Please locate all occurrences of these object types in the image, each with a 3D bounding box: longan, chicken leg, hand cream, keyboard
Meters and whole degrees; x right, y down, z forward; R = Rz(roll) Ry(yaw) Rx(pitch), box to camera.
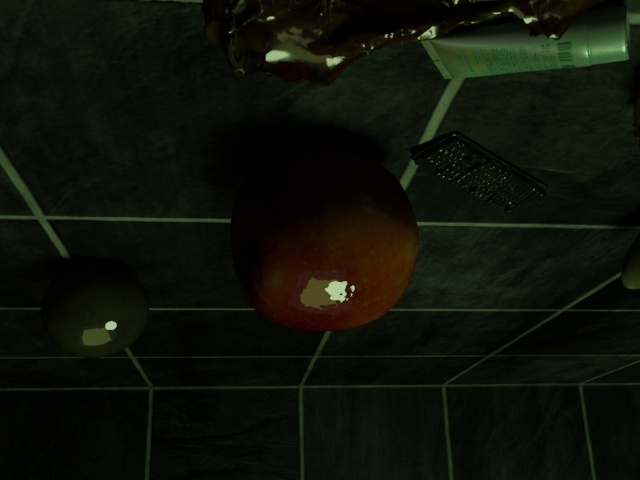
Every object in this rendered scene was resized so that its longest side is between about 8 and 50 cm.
[{"bbox_3d":[-0.384,0.118,1.247,0.187,0.168,0.167,12,168,31],"label":"longan"},{"bbox_3d":[0.064,-0.177,0.552,0.304,0.113,0.093,-4,-179,0],"label":"chicken leg"},{"bbox_3d":[0.184,-0.175,0.662,0.174,0.047,0.076,-2,162,27],"label":"hand cream"},{"bbox_3d":[0.209,-0.081,0.937,0.072,0.023,0.231,-22,152,38],"label":"keyboard"}]

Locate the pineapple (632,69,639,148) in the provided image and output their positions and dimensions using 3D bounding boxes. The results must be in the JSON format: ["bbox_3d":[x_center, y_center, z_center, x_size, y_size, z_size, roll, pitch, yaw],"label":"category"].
[{"bbox_3d":[0.361,-0.148,0.733,0.114,0.077,0.114,-21,-171,19],"label":"pineapple"}]

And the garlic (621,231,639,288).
[{"bbox_3d":[0.554,-0.016,1.012,0.318,0.112,0.143,-24,173,34],"label":"garlic"}]

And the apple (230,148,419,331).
[{"bbox_3d":[0.000,0.000,0.868,0.201,0.219,0.218,0,161,-24],"label":"apple"}]
